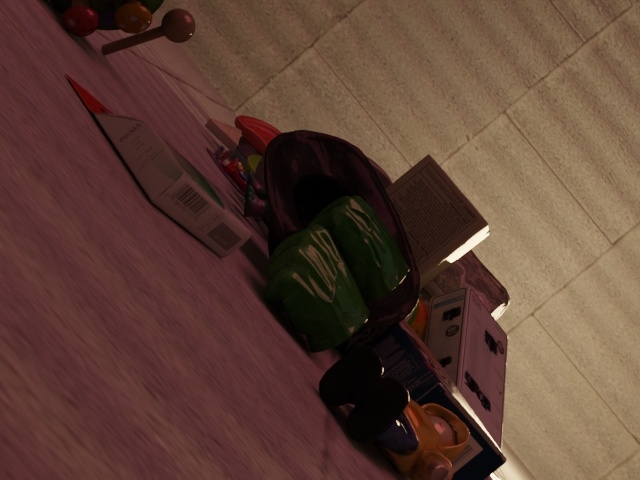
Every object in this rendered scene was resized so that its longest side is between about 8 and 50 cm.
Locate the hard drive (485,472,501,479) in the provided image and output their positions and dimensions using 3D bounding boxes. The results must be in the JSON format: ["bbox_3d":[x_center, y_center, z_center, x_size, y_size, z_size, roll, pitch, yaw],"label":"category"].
[{"bbox_3d":[0.369,0.531,1.711,0.233,0.047,0.353,48,5,-38],"label":"hard drive"}]

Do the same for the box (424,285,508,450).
[{"bbox_3d":[0.264,0.247,1.877,0.169,0.087,0.290,49,35,-32],"label":"box"}]

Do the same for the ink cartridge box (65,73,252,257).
[{"bbox_3d":[-0.186,-0.099,1.194,0.224,0.056,0.181,55,5,29],"label":"ink cartridge box"}]

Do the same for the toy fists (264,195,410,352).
[{"bbox_3d":[0.017,0.033,1.364,0.142,0.096,0.279,63,34,-9],"label":"toy fists"}]

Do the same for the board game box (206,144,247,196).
[{"bbox_3d":[-0.156,-0.126,2.011,0.133,0.033,0.168,53,5,38],"label":"board game box"}]

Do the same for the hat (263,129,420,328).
[{"bbox_3d":[0.000,0.000,1.552,0.331,0.134,0.331,26,47,-33],"label":"hat"}]

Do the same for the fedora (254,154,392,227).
[{"bbox_3d":[-0.007,-0.065,1.925,0.276,0.124,0.243,13,63,-19],"label":"fedora"}]

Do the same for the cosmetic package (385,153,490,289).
[{"bbox_3d":[0.118,0.018,1.729,0.160,0.309,0.113,53,4,15],"label":"cosmetic package"}]

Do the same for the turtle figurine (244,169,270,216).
[{"bbox_3d":[-0.014,-0.066,1.767,0.234,0.118,0.175,6,8,-8],"label":"turtle figurine"}]

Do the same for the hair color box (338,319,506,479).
[{"bbox_3d":[0.133,0.216,1.520,0.174,0.105,0.347,50,3,-23],"label":"hair color box"}]

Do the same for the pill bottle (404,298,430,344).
[{"bbox_3d":[0.180,0.203,1.995,0.245,0.136,0.136,49,4,-33],"label":"pill bottle"}]

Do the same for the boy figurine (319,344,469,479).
[{"bbox_3d":[0.105,0.224,1.217,0.177,0.092,0.285,50,5,36],"label":"boy figurine"}]

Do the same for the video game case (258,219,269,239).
[{"bbox_3d":[-0.062,0.023,1.830,0.122,0.011,0.087,49,4,-34],"label":"video game case"}]

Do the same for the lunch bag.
[{"bbox_3d":[0.264,0.098,2.317,0.305,0.212,0.256,51,9,9],"label":"lunch bag"}]

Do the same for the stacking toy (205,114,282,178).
[{"bbox_3d":[-0.126,-0.130,2.220,0.309,0.130,0.279,48,24,24],"label":"stacking toy"}]

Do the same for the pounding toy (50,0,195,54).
[{"bbox_3d":[-0.301,-0.333,1.508,0.237,0.183,0.110,51,27,-57],"label":"pounding toy"}]
